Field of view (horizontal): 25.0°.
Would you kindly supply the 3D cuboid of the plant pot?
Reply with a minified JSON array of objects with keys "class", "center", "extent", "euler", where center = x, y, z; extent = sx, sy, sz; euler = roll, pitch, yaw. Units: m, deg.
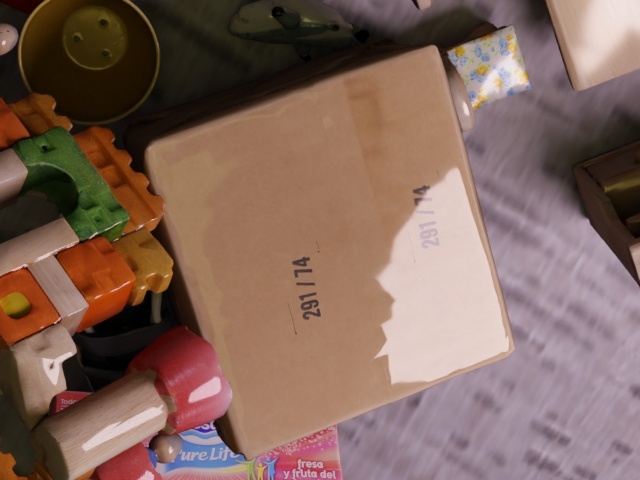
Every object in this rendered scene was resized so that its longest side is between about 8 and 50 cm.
[{"class":"plant pot","center":[-0.223,-0.189,1.413],"extent":[0.134,0.095,0.134],"euler":[-1,109,-4]}]

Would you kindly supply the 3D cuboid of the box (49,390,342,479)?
[{"class":"box","center":[-0.139,0.259,1.509],"extent":[0.300,0.142,0.154],"euler":[4,145,-15]}]

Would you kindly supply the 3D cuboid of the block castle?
[{"class":"block castle","center":[-0.279,0.035,1.301],"extent":[0.213,0.303,0.453],"euler":[-28,73,-34]}]

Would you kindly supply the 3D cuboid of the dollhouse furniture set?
[{"class":"dollhouse furniture set","center":[0.301,-0.176,1.378],"extent":[0.362,0.256,0.394],"euler":[-21,110,2]}]

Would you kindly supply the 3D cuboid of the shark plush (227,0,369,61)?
[{"class":"shark plush","center":[-0.009,-0.212,1.463],"extent":[0.161,0.073,0.067],"euler":[11,130,-30]}]

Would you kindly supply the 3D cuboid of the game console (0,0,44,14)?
[{"class":"game console","center":[-0.306,-0.307,1.408],"extent":[0.144,0.085,0.124],"euler":[24,137,-12]}]

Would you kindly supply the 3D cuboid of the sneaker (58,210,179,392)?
[{"class":"sneaker","center":[-0.207,0.085,1.499],"extent":[0.126,0.127,0.321],"euler":[-15,112,0]}]

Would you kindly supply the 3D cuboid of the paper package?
[{"class":"paper package","center":[0.000,0.000,1.394],"extent":[0.310,0.168,0.324],"euler":[-20,104,-10]}]
